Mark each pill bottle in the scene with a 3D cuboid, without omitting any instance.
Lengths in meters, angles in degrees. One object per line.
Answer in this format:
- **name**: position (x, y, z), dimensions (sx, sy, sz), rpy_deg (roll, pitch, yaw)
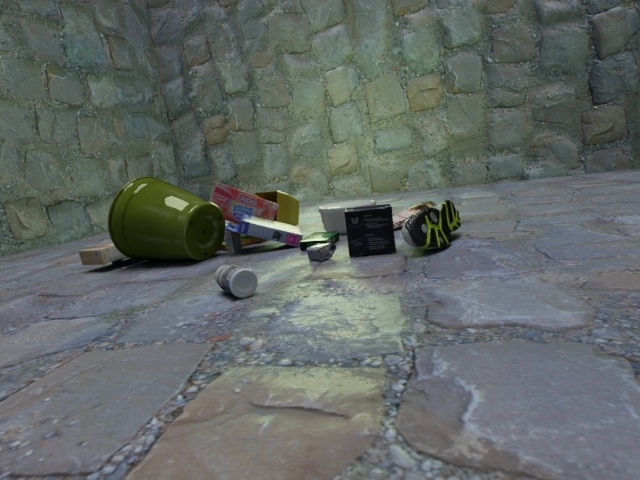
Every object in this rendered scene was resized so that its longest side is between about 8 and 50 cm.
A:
- **pill bottle**: position (-0.233, 0.106, 1.113), dimensions (0.078, 0.078, 0.137), rpy_deg (-14, 12, -32)

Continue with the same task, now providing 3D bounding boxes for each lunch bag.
- **lunch bag**: position (0.007, 0.036, 1.403), dimensions (0.083, 0.053, 0.071), rpy_deg (-27, 18, -36)

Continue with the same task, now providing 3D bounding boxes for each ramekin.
- **ramekin**: position (0.130, -0.109, 1.908), dimensions (0.273, 0.127, 0.273), rpy_deg (-7, 9, 1)

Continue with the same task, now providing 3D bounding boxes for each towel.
- **towel**: position (0.340, -0.093, 1.820), dimensions (0.197, 0.029, 0.144), rpy_deg (-25, 12, -11)

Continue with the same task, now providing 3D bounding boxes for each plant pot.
- **plant pot**: position (-0.601, -0.064, 1.700), dimensions (0.353, 0.366, 0.366), rpy_deg (12, 18, 26)
- **plant pot**: position (-0.236, -0.161, 2.298), dimensions (0.212, 0.212, 0.187), rpy_deg (3, 2, 45)

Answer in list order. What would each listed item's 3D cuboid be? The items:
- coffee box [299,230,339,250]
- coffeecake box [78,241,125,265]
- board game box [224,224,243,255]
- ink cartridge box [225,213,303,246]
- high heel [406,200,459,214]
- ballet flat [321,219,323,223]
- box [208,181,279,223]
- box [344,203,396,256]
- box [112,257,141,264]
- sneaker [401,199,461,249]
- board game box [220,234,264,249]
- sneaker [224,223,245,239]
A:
- **coffee box**: position (0.000, 0.000, 1.638), dimensions (0.113, 0.040, 0.184), rpy_deg (-4, 11, 18)
- **coffeecake box**: position (-0.901, 0.048, 1.759), dimensions (0.143, 0.068, 0.185), rpy_deg (-4, 13, 27)
- **board game box**: position (-0.367, -0.003, 1.740), dimensions (0.026, 0.103, 0.154), rpy_deg (-7, 11, 4)
- **ink cartridge box**: position (-0.234, -0.051, 1.721), dimensions (0.312, 0.065, 0.186), rpy_deg (11, 10, -9)
- **high heel**: position (0.456, -0.118, 1.823), dimensions (0.261, 0.093, 0.186), rpy_deg (9, 18, 44)
- **ballet flat**: position (0.137, -0.143, 2.177), dimensions (0.281, 0.096, 0.095), rpy_deg (-12, 11, -26)
- **box**: position (-0.365, -0.148, 1.902), dimensions (0.300, 0.154, 0.142), rpy_deg (20, 0, -18)
- **box**: position (0.168, -0.036, 1.384), dimensions (0.156, 0.158, 0.093), rpy_deg (-5, 10, 8)
- **box**: position (-0.834, 0.071, 1.848), dimensions (0.137, 0.036, 0.225), rpy_deg (-2, 12, 27)
- **sneaker**: position (0.362, -0.035, 1.407), dimensions (0.147, 0.145, 0.385), rpy_deg (-26, -5, 36)
- **board game box**: position (-0.368, -0.001, 1.924), dimensions (0.260, 0.039, 0.124), rpy_deg (-19, 16, -41)
- **sneaker**: position (-0.461, -0.041, 2.118), dimensions (0.258, 0.094, 0.091), rpy_deg (2, -5, 25)
